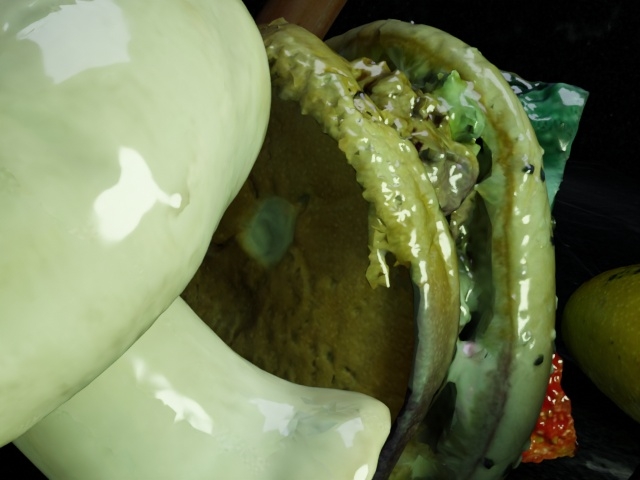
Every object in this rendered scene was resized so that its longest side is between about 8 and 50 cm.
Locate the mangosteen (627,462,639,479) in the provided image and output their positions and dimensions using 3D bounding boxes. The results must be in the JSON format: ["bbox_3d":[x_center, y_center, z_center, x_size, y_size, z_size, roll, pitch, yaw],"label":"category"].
[{"bbox_3d":[0.240,0.125,0.763,0.231,0.231,0.289,13,44,-27],"label":"mangosteen"}]

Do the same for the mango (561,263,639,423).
[{"bbox_3d":[0.316,0.092,1.308,0.329,0.175,0.177,34,-26,52],"label":"mango"}]

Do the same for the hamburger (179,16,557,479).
[{"bbox_3d":[0.000,0.000,0.976,0.195,0.277,0.318,-1,25,-43],"label":"hamburger"}]

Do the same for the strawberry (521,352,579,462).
[{"bbox_3d":[0.098,0.091,1.102,0.082,0.146,0.187,-38,74,-29],"label":"strawberry"}]

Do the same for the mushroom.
[{"bbox_3d":[-0.139,-0.010,0.718,0.356,0.315,0.315,20,11,22],"label":"mushroom"}]

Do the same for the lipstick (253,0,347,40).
[{"bbox_3d":[-0.054,-0.118,1.238,0.057,0.357,0.057,29,-15,8],"label":"lipstick"}]

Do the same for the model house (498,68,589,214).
[{"bbox_3d":[0.038,-0.051,1.368,0.329,0.252,0.295,14,11,7],"label":"model house"}]
